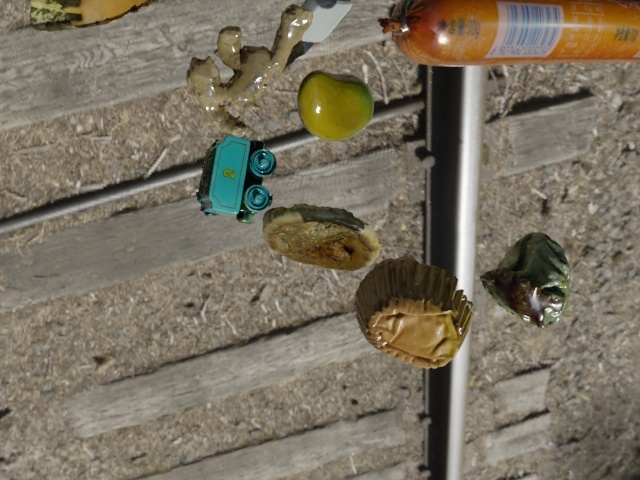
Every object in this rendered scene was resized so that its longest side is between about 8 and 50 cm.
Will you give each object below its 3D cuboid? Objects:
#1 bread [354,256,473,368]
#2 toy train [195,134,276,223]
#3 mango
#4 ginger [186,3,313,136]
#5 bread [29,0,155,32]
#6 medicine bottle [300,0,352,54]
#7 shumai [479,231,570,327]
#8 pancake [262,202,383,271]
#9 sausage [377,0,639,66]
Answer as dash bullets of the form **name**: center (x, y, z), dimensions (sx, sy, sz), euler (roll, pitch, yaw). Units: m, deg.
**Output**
- **bread**: center (0.199, 0.170, 1.437), dimensions (0.274, 0.149, 0.274), euler (8, 118, 15)
- **toy train**: center (-0.199, -0.146, 1.533), dimensions (0.163, 0.112, 0.203), euler (11, 82, -25)
- **mango**: center (0.022, -0.239, 1.156), dimensions (0.191, 0.085, 0.122), euler (-4, 129, -46)
- **ginger**: center (-0.123, -0.304, 1.092), dimensions (0.149, 0.065, 0.258), euler (31, 113, -28)
- **bread**: center (-0.438, -0.514, 1.284), dimensions (0.204, 0.262, 0.163), euler (12, 133, 17)
- **medicine bottle**: center (-0.012, -0.546, 1.607), dimensions (0.119, 0.069, 0.183), euler (-19, 162, -47)
- **shumai**: center (0.356, 0.087, 1.171), dimensions (0.142, 0.184, 0.184), euler (-10, 124, -23)
- **pancake**: center (0.000, -0.002, 1.758), dimensions (0.356, 0.065, 0.356), euler (7, 154, 3)
- **sausage**: center (0.181, -0.156, 0.471), dimensions (0.348, 0.053, 0.053), euler (-11, 125, -33)
